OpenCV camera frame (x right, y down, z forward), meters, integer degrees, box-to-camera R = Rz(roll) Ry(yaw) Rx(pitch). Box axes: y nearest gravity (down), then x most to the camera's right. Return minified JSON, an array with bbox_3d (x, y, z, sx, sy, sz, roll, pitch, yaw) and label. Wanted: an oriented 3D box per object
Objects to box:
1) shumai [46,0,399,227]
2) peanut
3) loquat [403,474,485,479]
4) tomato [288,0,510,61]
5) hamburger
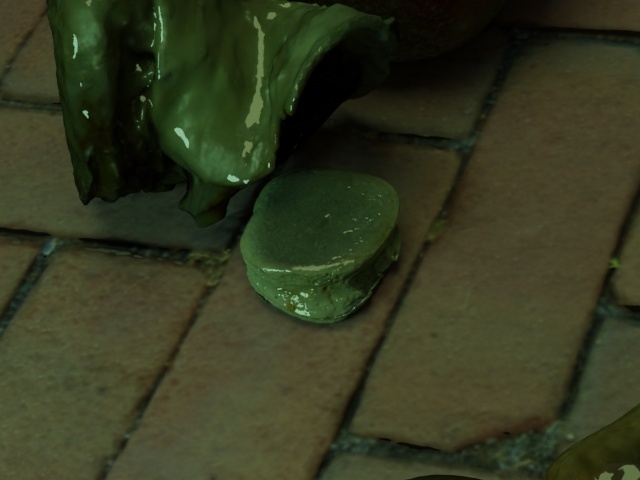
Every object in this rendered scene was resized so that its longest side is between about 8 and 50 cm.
[{"bbox_3d":[-0.085,-0.167,1.635,0.289,0.291,0.330,-9,10,-4],"label":"shumai"},{"bbox_3d":[0.255,0.159,1.300,0.236,0.110,0.120,-23,39,-21],"label":"peanut"},{"bbox_3d":[0.105,0.247,1.187,0.179,0.179,0.227,-37,77,-21],"label":"loquat"},{"bbox_3d":[0.095,-0.310,1.696,0.239,0.303,0.303,27,53,2],"label":"tomato"},{"bbox_3d":[0.000,0.000,1.563,0.133,0.062,0.140,10,47,20],"label":"hamburger"}]
